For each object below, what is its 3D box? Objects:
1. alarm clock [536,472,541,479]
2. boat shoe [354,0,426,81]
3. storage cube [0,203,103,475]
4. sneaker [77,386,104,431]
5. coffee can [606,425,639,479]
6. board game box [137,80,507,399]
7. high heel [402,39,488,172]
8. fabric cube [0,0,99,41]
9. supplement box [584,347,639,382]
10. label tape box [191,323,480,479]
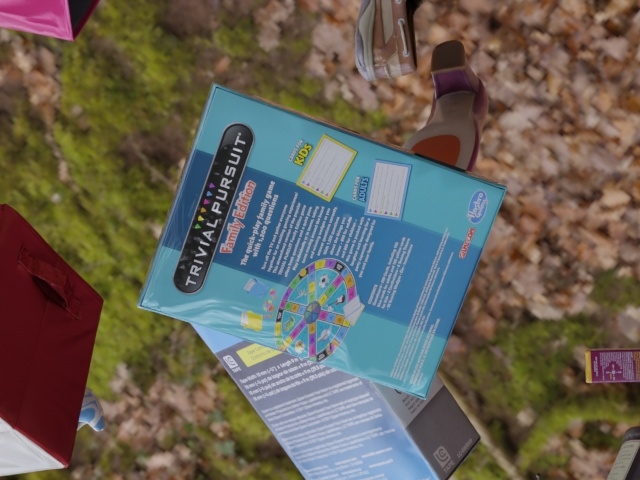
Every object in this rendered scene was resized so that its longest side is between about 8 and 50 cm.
[{"bbox_3d":[0.352,0.472,1.845,0.064,0.192,0.129,-23,131,39],"label":"alarm clock"},{"bbox_3d":[0.132,-0.431,2.029,0.116,0.324,0.123,3,180,16],"label":"boat shoe"},{"bbox_3d":[-0.346,0.106,1.140,0.215,0.193,0.183,-10,142,20],"label":"storage cube"},{"bbox_3d":[-0.458,0.319,1.900,0.086,0.237,0.085,63,-178,15],"label":"sneaker"},{"bbox_3d":[0.456,0.420,1.603,0.202,0.275,0.201,26,161,10],"label":"coffee can"},{"bbox_3d":[0.000,0.000,1.303,0.336,0.253,0.079,19,-172,-9],"label":"board game box"},{"bbox_3d":[0.217,-0.138,1.913,0.127,0.377,0.181,-1,141,23],"label":"high heel"},{"bbox_3d":[-0.441,-0.475,1.695,0.258,0.259,0.254,10,137,8],"label":"fabric cube"},{"bbox_3d":[0.385,0.161,1.530,0.083,0.043,0.055,-3,176,16],"label":"supplement box"},{"bbox_3d":[0.010,0.167,1.492,0.241,0.106,0.333,-27,101,49],"label":"label tape box"}]
